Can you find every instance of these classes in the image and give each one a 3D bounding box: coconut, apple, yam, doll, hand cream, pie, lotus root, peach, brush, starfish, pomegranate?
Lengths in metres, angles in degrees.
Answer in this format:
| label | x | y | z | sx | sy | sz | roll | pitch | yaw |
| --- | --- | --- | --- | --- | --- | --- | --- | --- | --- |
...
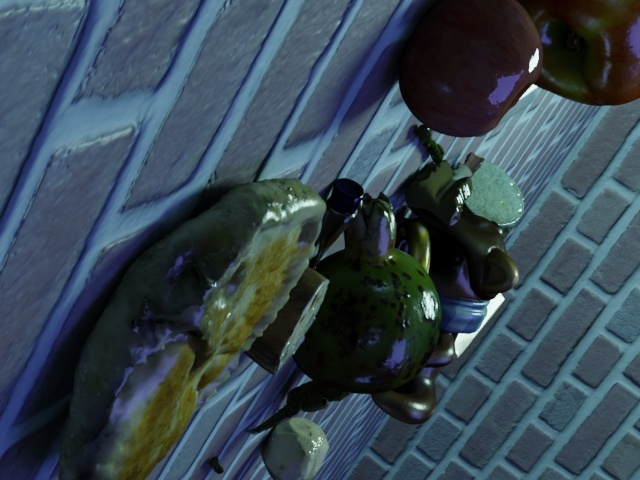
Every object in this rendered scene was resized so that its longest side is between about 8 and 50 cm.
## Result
| label | x | y | z | sx | sy | sz | roll | pitch | yaw |
| --- | --- | --- | --- | --- | --- | --- | --- | --- | --- |
| coconut | -0.050 | 0.372 | 2.032 | 0.124 | 0.110 | 0.110 | -64 | 166 | 16 |
| apple | 0.153 | -0.176 | 1.179 | 0.153 | 0.120 | 0.153 | -50 | 169 | -14 |
| yam | 0.246 | -0.017 | 1.980 | 0.133 | 0.133 | 0.330 | -48 | 170 | -25 |
| doll | 0.142 | 0.100 | 1.774 | 0.340 | 0.209 | 0.318 | -59 | -177 | 20 |
| hand cream | 0.000 | 0.000 | 1.310 | 0.163 | 0.039 | 0.062 | -59 | -177 | 36 |
| pie | -0.116 | 0.084 | 1.014 | 0.339 | 0.077 | 0.339 | -54 | 168 | -16 |
| lotus root | -0.043 | 0.071 | 1.236 | 0.112 | 0.081 | 0.122 | -50 | 167 | -25 |
| peach | 0.359 | -0.306 | 1.470 | 0.248 | 0.245 | 0.275 | -20 | -147 | 56 |
| brush | 0.196 | -0.087 | 1.734 | 0.071 | 0.084 | 0.301 | -60 | 172 | 24 |
| starfish | -0.023 | 0.251 | 1.839 | 0.216 | 0.050 | 0.223 | -31 | 178 | -29 |
| pomegranate | 0.053 | 0.066 | 1.404 | 0.202 | 0.202 | 0.248 | -33 | 127 | -59 |

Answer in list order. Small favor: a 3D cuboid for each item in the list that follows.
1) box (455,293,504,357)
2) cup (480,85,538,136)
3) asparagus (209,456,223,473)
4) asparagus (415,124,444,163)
| label | x | y | z | sx | sy | sz | roll | pitch | yaw |
| --- | --- | --- | --- | --- | --- | --- | --- | --- | --- |
| box | 0.209 | 0.140 | 2.177 | 0.168 | 0.095 | 0.212 | -45 | -165 | -29 |
| cup | 0.225 | -0.187 | 1.586 | 0.116 | 0.074 | 0.104 | -40 | -169 | -36 |
| asparagus | -0.153 | 0.329 | 1.724 | 0.015 | 0.014 | 0.114 | -29 | 165 | -9 |
| asparagus | 0.144 | -0.127 | 1.537 | 0.023 | 0.022 | 0.233 | -32 | 171 | 7 |
